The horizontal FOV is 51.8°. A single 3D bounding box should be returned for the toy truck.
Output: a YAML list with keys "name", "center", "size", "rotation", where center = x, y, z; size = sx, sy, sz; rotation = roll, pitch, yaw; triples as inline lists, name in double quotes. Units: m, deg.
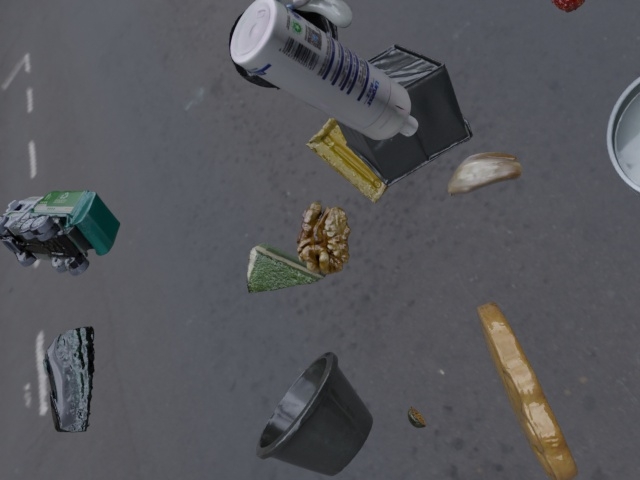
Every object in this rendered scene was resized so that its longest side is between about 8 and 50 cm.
- name: "toy truck"
  center: [-0.465, -0.019, 1.160]
  size: [0.253, 0.114, 0.124]
  rotation: [5, 47, 37]

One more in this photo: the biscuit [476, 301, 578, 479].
- name: "biscuit"
  center: [0.363, 0.278, 1.182]
  size: [0.057, 0.312, 0.351]
  rotation: [-25, 82, 9]

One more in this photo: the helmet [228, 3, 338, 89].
- name: "helmet"
  center: [-0.103, -0.498, 1.656]
  size: [0.279, 0.230, 0.160]
  rotation: [-20, 21, -10]

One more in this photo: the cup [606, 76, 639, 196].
- name: "cup"
  center: [0.766, -0.185, 1.295]
  size: [0.357, 0.274, 0.259]
  rotation: [9, 91, 28]

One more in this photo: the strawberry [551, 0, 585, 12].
- name: "strawberry"
  center: [0.551, -0.654, 1.474]
  size: [0.175, 0.107, 0.235]
  rotation: [-33, 73, 30]

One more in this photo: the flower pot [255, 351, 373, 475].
- name: "flower pot"
  center: [0.003, 0.389, 1.413]
  size: [0.269, 0.166, 0.269]
  rotation: [-53, 7, 9]

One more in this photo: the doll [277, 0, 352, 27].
- name: "doll"
  center: [-0.086, -0.536, 1.211]
  size: [0.311, 0.242, 0.159]
  rotation: [11, 80, 8]

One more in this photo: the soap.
- name: "soap"
  center: [0.165, -0.344, 2.364]
  size: [0.293, 0.335, 0.156]
  rotation: [-51, 1, 4]

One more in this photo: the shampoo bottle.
- name: "shampoo bottle"
  center: [0.025, -0.212, 0.889]
  size: [0.092, 0.303, 0.092]
  rotation: [-22, 59, 41]

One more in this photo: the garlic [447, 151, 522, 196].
- name: "garlic"
  center: [0.484, -0.207, 1.972]
  size: [0.228, 0.217, 0.110]
  rotation: [-17, 92, 15]

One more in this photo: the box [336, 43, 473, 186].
- name: "box"
  center: [0.182, -0.333, 1.695]
  size: [0.251, 0.204, 0.345]
  rotation: [-30, 29, -2]

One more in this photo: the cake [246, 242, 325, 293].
- name: "cake"
  center: [-0.133, 0.088, 2.483]
  size: [0.284, 0.172, 0.158]
  rotation: [-8, 13, 20]

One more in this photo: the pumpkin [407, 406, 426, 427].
- name: "pumpkin"
  center: [0.235, 0.443, 1.628]
  size: [0.028, 0.083, 0.050]
  rotation: [-39, 51, 10]

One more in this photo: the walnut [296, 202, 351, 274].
- name: "walnut"
  center: [0.000, 0.000, 1.541]
  size: [0.143, 0.069, 0.170]
  rotation: [11, 107, 28]

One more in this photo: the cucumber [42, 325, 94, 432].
- name: "cucumber"
  center: [-0.475, 0.264, 1.245]
  size: [0.115, 0.086, 0.192]
  rotation: [-14, 81, 51]
